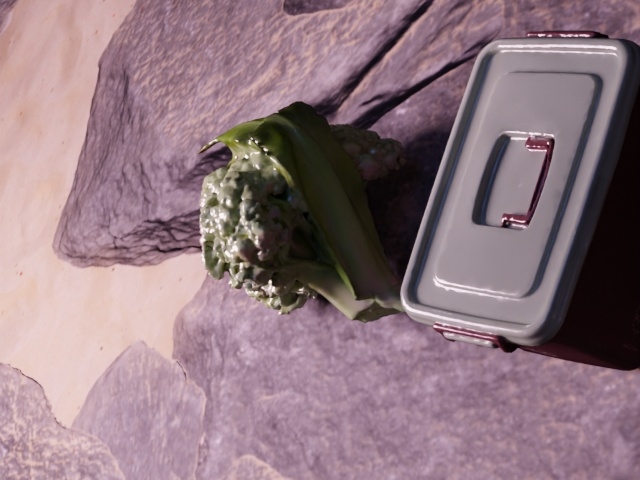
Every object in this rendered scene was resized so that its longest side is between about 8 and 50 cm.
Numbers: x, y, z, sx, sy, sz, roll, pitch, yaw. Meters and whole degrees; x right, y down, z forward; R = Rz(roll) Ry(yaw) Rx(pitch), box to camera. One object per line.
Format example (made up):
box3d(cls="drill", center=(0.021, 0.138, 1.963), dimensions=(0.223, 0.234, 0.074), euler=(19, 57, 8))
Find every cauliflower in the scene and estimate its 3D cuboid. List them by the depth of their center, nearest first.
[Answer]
box3d(cls="cauliflower", center=(0.000, 0.000, 1.633), dimensions=(0.315, 0.256, 0.239), euler=(46, 104, 17))

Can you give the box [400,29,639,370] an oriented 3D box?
box3d(cls="box", center=(0.221, -0.027, 1.418), dimensions=(0.193, 0.167, 0.294), euler=(9, 77, 50))
